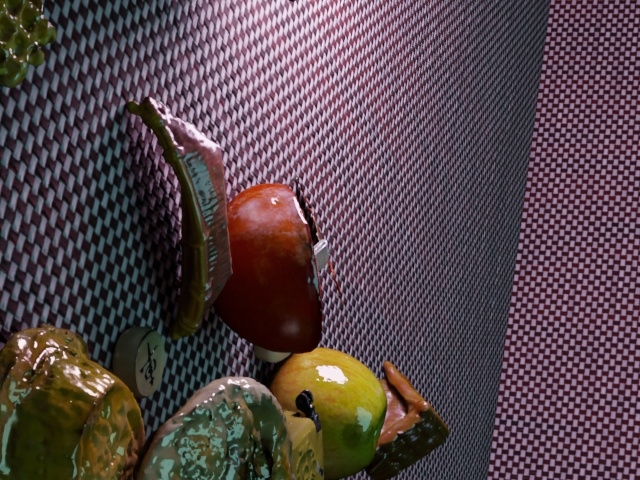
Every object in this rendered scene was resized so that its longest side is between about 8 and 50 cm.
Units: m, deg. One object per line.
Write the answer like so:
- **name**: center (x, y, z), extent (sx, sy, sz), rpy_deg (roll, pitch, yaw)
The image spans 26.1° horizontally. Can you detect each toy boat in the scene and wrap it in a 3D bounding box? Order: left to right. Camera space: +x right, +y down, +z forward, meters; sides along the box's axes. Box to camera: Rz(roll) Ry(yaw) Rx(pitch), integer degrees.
- **toy boat**: center (-0.156, -0.027, 1.644), extent (0.141, 0.099, 0.318), rpy_deg (-109, -169, -61)

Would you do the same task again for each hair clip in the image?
- **hair clip**: center (-0.042, 0.095, 2.036), extent (0.159, 0.071, 0.218), rpy_deg (76, 30, -46)

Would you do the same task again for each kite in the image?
- **kite**: center (0.001, 0.000, 2.168), extent (0.125, 0.008, 0.222), rpy_deg (-101, 172, -85)

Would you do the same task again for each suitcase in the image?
- **suitcase**: center (-0.085, 0.330, 1.821), extent (0.194, 0.143, 0.235), rpy_deg (-33, 123, -68)

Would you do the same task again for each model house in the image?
- **model house**: center (0.097, 0.309, 2.226), extent (0.199, 0.229, 0.220), rpy_deg (64, 35, -45)

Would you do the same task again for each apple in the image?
- **apple**: center (0.007, 0.255, 2.028), extent (0.196, 0.196, 0.196), rpy_deg (3, 90, -71)

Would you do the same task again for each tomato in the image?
- **tomato**: center (-0.082, 0.037, 1.793), extent (0.233, 0.139, 0.200), rpy_deg (-119, -155, -55)

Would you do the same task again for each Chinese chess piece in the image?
- **Chinese chess piece**: center (-0.209, 0.141, 1.595), extent (0.084, 0.034, 0.084), rpy_deg (4, 90, -71)

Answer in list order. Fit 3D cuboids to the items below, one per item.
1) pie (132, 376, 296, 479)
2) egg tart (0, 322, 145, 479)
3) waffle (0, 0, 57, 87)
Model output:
- **pie**: center (-0.103, 0.313, 1.491), extent (0.339, 0.077, 0.339), rpy_deg (0, 90, -64)
- **egg tart**: center (-0.255, 0.218, 1.365), extent (0.288, 0.118, 0.288), rpy_deg (3, 90, -75)
- **waffle**: center (-0.302, -0.227, 1.251), extent (0.161, 0.046, 0.192), rpy_deg (-56, 144, -52)
